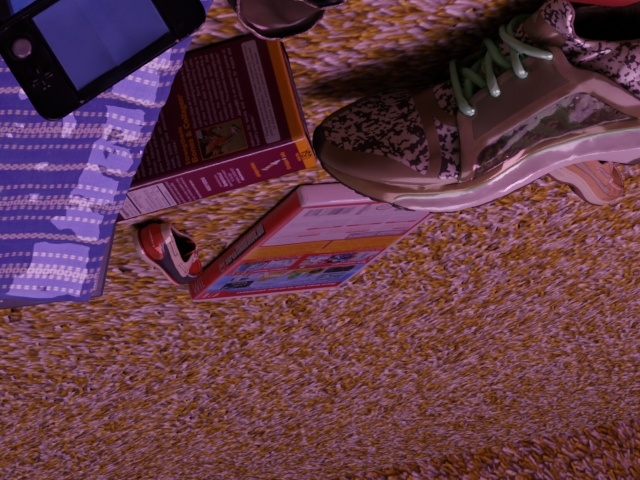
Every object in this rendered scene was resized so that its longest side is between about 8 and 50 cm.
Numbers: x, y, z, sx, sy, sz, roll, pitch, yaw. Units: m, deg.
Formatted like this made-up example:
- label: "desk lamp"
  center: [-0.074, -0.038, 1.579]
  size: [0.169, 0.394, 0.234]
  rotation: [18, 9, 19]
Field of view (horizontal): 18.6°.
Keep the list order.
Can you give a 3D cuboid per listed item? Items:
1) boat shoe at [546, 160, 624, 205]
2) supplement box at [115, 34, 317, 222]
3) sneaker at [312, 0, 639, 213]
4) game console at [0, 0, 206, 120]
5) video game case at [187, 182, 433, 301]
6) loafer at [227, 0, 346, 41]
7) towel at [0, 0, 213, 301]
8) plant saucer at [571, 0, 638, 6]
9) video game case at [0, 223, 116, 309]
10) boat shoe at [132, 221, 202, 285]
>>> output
- label: "boat shoe"
  center: [0.295, -0.087, 2.105]
  size: [0.072, 0.068, 0.190]
  rotation: [-35, 157, 20]
- label: "supplement box"
  center: [-0.109, -0.095, 1.654]
  size: [0.188, 0.104, 0.081]
  rotation: [-16, 163, 3]
- label: "sneaker"
  center: [0.188, -0.155, 1.754]
  size: [0.410, 0.158, 0.182]
  rotation: [-13, 132, -2]
- label: "game console"
  center: [-0.156, -0.168, 1.352]
  size: [0.144, 0.124, 0.085]
  rotation: [-34, -167, -13]
- label: "video game case"
  center: [0.000, 0.000, 2.183]
  size: [0.204, 0.025, 0.285]
  rotation: [-5, 160, -32]
- label: "loafer"
  center: [-0.021, -0.200, 1.426]
  size: [0.094, 0.087, 0.251]
  rotation: [-12, 163, -10]
- label: "towel"
  center: [-0.233, -0.074, 1.492]
  size: [0.243, 0.040, 0.336]
  rotation: [-2, 131, -36]
- label: "plant saucer"
  center: [0.179, -0.262, 1.256]
  size: [0.258, 0.048, 0.259]
  rotation: [0, 125, -41]
- label: "video game case"
  center: [-0.316, -0.006, 1.765]
  size: [0.274, 0.026, 0.196]
  rotation: [-7, 137, -23]
- label: "boat shoe"
  center: [-0.151, 0.012, 2.056]
  size: [0.043, 0.049, 0.137]
  rotation: [-22, 157, 13]
